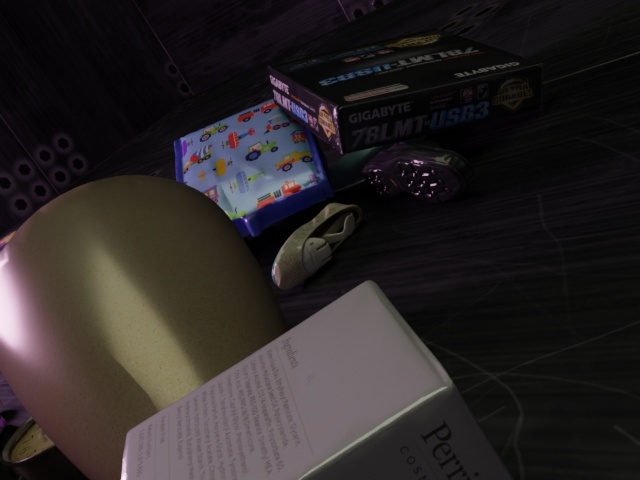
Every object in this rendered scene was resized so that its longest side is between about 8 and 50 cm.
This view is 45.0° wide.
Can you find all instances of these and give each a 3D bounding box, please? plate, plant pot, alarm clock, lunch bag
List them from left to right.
[{"bbox_3d":[-0.252,0.199,0.830,0.192,0.064,0.129,-39,20,-14],"label":"alarm clock"},{"bbox_3d":[-0.123,0.108,0.637,0.257,0.256,0.274,-36,35,-12],"label":"plant pot"},{"bbox_3d":[-0.101,-0.089,1.157,0.221,0.138,0.293,-22,26,5],"label":"lunch bag"},{"bbox_3d":[0.082,-0.120,1.175,0.188,0.024,0.188,-29,19,11],"label":"plate"}]

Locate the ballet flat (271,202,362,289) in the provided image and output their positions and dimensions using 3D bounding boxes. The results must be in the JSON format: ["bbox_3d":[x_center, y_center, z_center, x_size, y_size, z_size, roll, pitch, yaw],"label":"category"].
[{"bbox_3d":[0.000,0.000,0.959,0.052,0.057,0.168,-4,32,36],"label":"ballet flat"}]

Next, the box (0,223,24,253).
[{"bbox_3d":[-0.526,0.073,1.403,0.143,0.165,0.270,-41,20,-24],"label":"box"}]

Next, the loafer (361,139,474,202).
[{"bbox_3d":[0.125,-0.095,0.967,0.078,0.076,0.223,-44,18,-13],"label":"loafer"}]

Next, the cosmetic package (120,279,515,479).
[{"bbox_3d":[0.007,0.148,0.430,0.184,0.151,0.151,-33,19,0],"label":"cosmetic package"}]

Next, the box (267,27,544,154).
[{"bbox_3d":[0.107,-0.221,1.094,0.296,0.073,0.293,-15,26,-14],"label":"box"}]

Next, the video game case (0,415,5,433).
[{"bbox_3d":[-0.511,0.321,0.954,0.210,0.041,0.232,-31,19,0],"label":"video game case"}]
